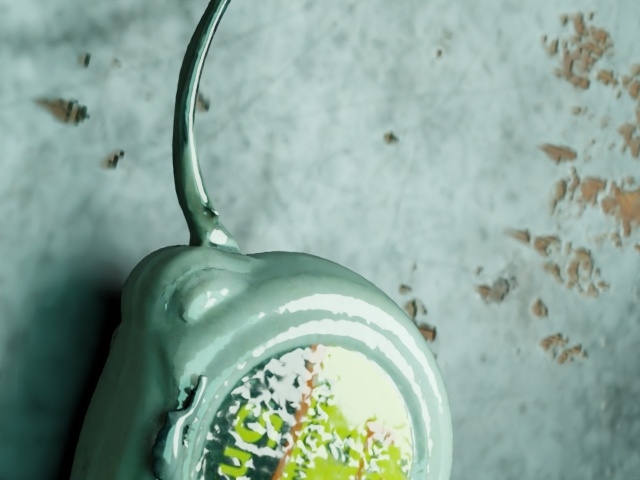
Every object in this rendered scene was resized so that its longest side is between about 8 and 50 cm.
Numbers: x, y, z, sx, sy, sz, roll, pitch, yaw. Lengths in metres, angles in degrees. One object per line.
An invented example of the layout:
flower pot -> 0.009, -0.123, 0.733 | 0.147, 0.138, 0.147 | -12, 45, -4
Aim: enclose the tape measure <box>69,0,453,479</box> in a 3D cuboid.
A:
tape measure -> -0.001, 0.000, 0.569 | 0.164, 0.084, 0.330 | 23, 82, -37
